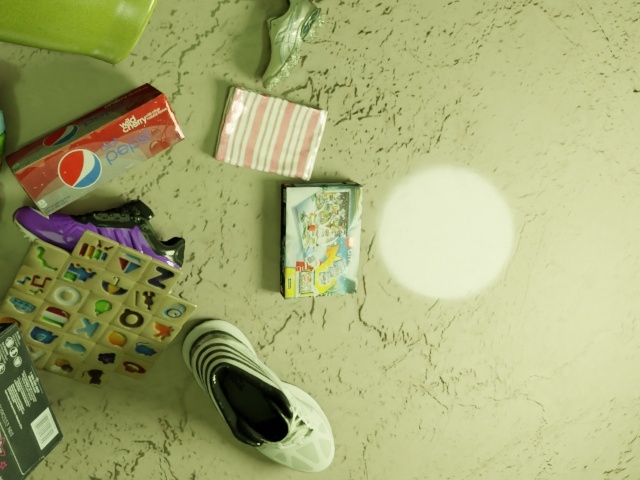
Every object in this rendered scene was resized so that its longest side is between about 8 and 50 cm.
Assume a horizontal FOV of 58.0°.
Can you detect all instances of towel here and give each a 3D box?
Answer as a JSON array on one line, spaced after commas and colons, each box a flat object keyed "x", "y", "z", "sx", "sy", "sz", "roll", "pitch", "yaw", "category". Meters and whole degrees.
[{"x": -0.090, "y": -0.199, "z": 1.092, "sx": 0.197, "sy": 0.029, "sz": 0.144, "roll": 11, "pitch": 103, "yaw": -22, "category": "towel"}]

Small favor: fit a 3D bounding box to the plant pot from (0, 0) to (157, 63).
[{"x": -0.402, "y": -0.413, "z": 0.767, "sx": 0.353, "sy": 0.366, "sz": 0.366, "roll": 18, "pitch": 99, "yaw": -35, "category": "plant pot"}]

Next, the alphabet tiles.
[{"x": -0.399, "y": 0.135, "z": 1.016, "sx": 0.285, "sy": 0.011, "sz": 0.342, "roll": 27, "pitch": 119, "yaw": -25, "category": "alphabet tiles"}]

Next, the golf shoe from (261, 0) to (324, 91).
[{"x": -0.069, "y": -0.358, "z": 1.044, "sx": 0.086, "sy": 0.069, "sz": 0.176, "roll": 33, "pitch": 90, "yaw": -5, "category": "golf shoe"}]

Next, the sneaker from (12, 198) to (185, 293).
[{"x": -0.371, "y": -0.017, "z": 1.015, "sx": 0.293, "sy": 0.102, "sz": 0.146, "roll": 28, "pitch": 88, "yaw": -28, "category": "sneaker"}]

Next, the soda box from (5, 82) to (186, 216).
[{"x": -0.364, "y": -0.154, "z": 0.948, "sx": 0.263, "sy": 0.083, "sz": 0.092, "roll": -34, "pitch": 131, "yaw": -18, "category": "soda box"}]

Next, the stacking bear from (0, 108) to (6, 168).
[{"x": -0.566, "y": -0.128, "z": 0.876, "sx": 0.176, "sy": 0.164, "sz": 0.288, "roll": 16, "pitch": 115, "yaw": 10, "category": "stacking bear"}]

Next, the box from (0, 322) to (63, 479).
[{"x": -0.574, "y": 0.283, "z": 0.970, "sx": 0.142, "sy": 0.163, "sz": 0.247, "roll": -4, "pitch": 112, "yaw": 17, "category": "box"}]

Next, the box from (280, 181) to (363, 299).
[{"x": 0.000, "y": 0.000, "z": 1.174, "sx": 0.159, "sy": 0.044, "sz": 0.232, "roll": -3, "pitch": 107, "yaw": -19, "category": "box"}]

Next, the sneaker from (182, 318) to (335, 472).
[{"x": -0.096, "y": 0.369, "z": 1.132, "sx": 0.169, "sy": 0.257, "sz": 0.447, "roll": -41, "pitch": 115, "yaw": -4, "category": "sneaker"}]
